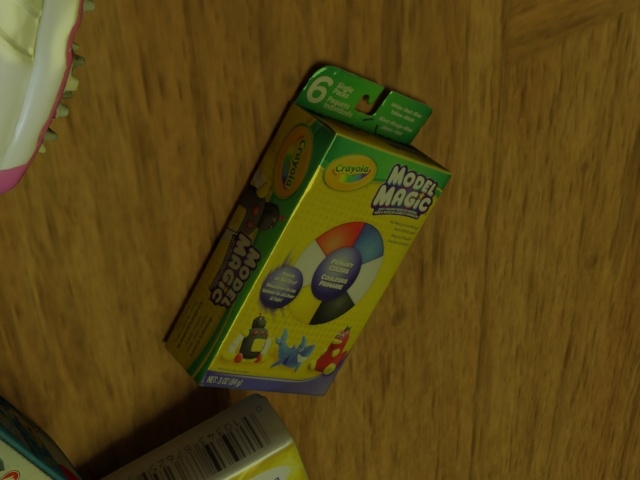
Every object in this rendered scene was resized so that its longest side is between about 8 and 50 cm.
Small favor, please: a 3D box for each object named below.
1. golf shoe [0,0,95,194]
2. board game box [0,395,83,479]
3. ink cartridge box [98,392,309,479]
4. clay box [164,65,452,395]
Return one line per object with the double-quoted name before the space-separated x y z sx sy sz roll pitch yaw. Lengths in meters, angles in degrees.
"golf shoe" -0.162 -0.164 0.463 0.140 0.115 0.306 -2 114 -31
"board game box" -0.319 0.161 0.581 0.308 0.086 0.302 -41 139 -9
"ink cartridge box" -0.126 0.298 0.832 0.303 0.072 0.307 -29 128 -13
"clay box" 0.000 0.000 0.766 0.127 0.053 0.222 13 112 -47
